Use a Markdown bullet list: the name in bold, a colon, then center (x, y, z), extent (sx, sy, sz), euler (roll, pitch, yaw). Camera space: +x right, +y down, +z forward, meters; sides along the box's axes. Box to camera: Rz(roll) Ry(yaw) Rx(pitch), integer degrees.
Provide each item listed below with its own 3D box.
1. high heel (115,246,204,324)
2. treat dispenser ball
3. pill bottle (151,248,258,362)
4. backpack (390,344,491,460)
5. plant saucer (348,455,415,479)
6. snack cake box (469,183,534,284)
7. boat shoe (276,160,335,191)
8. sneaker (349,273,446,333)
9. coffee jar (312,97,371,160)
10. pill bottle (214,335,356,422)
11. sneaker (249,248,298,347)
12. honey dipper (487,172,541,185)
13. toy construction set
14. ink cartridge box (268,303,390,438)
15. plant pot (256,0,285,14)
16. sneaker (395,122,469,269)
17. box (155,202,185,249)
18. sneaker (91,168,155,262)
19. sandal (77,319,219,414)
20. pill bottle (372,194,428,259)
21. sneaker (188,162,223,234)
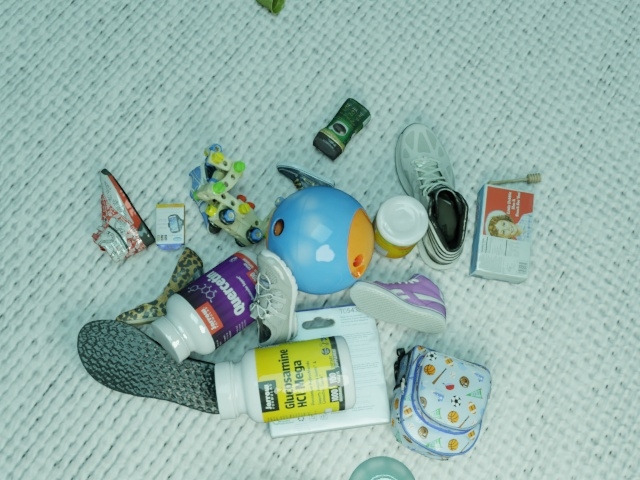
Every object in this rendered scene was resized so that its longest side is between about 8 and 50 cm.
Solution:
- **high heel**: center (-0.443, 0.126, 1.775), extent (0.261, 0.093, 0.186), euler (-12, 81, -21)
- **treat dispenser ball**: center (0.000, 0.000, 1.707), extent (0.288, 0.288, 0.288), euler (1, 75, -3)
- **pill bottle**: center (-0.274, 0.174, 1.697), extent (0.323, 0.181, 0.181), euler (-36, 79, -27)
- **backpack**: center (0.310, 0.425, 1.672), extent (0.276, 0.213, 0.263), euler (18, 70, 2)
- **plant saucer**: center (0.165, 0.670, 1.698), extent (0.195, 0.037, 0.195), euler (1, 74, -2)
- **snack cake box**: center (0.525, -0.018, 1.871), extent (0.152, 0.089, 0.264), euler (10, 75, 2)
- **boat shoe**: center (-0.054, -0.166, 1.891), extent (0.183, 0.065, 0.083), euler (21, 74, 2)
- **sneaker**: center (0.215, 0.146, 1.790), extent (0.282, 0.102, 0.161), euler (23, 44, -11)
- **coffee jar**: center (0.063, -0.331, 1.934), extent (0.096, 0.079, 0.184), euler (39, 76, 5)
- **pill bottle**: center (-0.089, 0.353, 1.620), extent (0.334, 0.188, 0.188), euler (-8, 76, -5)
- **sneaker**: center (-0.125, 0.155, 1.621), extent (0.115, 0.281, 0.105), euler (-27, 33, -32)
- **honey dipper**: center (0.583, -0.181, 1.949), extent (0.160, 0.030, 0.030), euler (-6, 76, 0)
- **toy construction set**: center (-0.212, -0.112, 1.816), extent (0.327, 0.151, 0.215), euler (29, 61, -20)
- **ink cartridge box**: center (0.009, 0.350, 1.759), extent (0.324, 0.071, 0.330), euler (-6, 72, -4)
- **plant pot**: center (-0.164, -0.770, 2.044), extent (0.079, 0.083, 0.083), euler (28, 75, 17)
- **sneaker**: center (0.334, -0.159, 1.810), extent (0.169, 0.257, 0.447), euler (-10, 76, -5)
- **box**: center (-0.431, -0.038, 1.859), extent (0.081, 0.028, 0.136), euler (-2, 78, -3)
- **sneaker**: center (-0.596, -0.068, 1.825), extent (0.145, 0.090, 0.270), euler (-33, 78, -8)
- **sandal**: center (-0.439, 0.350, 1.728), extent (0.445, 0.107, 0.167), euler (26, 77, -10)
- **pill bottle**: center (0.206, -0.025, 1.774), extent (0.136, 0.246, 0.136), euler (1, 76, -3)
- **sneaker**: center (-0.328, -0.118, 1.870), extent (0.081, 0.080, 0.211), euler (-13, 80, 26)
